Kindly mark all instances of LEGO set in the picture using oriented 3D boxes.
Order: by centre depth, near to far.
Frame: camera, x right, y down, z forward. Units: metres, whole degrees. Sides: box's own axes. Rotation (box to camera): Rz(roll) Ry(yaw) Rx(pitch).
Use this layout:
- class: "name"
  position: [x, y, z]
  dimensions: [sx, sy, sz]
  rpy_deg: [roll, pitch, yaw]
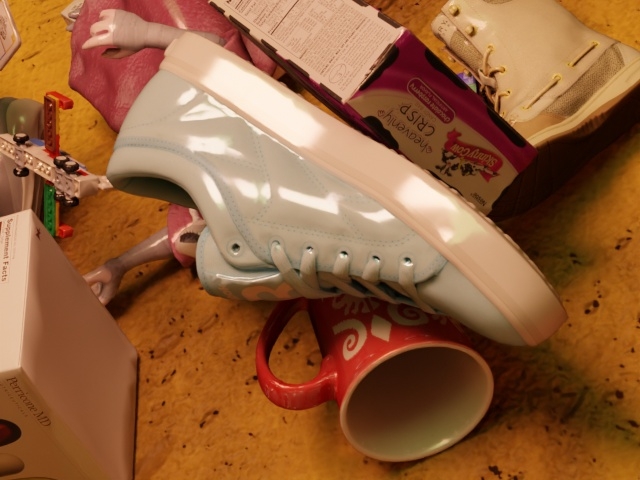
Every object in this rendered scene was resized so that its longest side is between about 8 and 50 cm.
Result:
- class: "LEGO set"
  position: [-0.237, -0.077, 1.492]
  dimensions: [0.060, 0.182, 0.244]
  rpy_deg: [-13, 74, -35]

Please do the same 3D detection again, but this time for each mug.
- class: "mug"
  position: [0.031, 0.058, 1.364]
  dimensions: [0.113, 0.150, 0.169]
  rpy_deg: [-58, 33, 28]

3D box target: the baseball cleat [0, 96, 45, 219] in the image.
- class: "baseball cleat"
  position: [-0.283, -0.021, 1.586]
  dimensions: [0.109, 0.072, 0.205]
  rpy_deg: [7, 77, 12]

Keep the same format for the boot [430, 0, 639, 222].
- class: "boot"
  position: [0.139, -0.116, 1.459]
  dimensions: [0.213, 0.077, 0.165]
  rpy_deg: [-36, 62, -25]

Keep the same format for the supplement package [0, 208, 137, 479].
- class: "supplement package"
  position: [-0.269, 0.112, 1.417]
  dimensions: [0.203, 0.194, 0.149]
  rpy_deg: [-15, 48, 14]

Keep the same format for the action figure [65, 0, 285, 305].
- class: "action figure"
  position: [-0.081, -0.095, 1.553]
  dimensions: [0.276, 0.248, 0.370]
  rpy_deg: [-5, 46, -25]

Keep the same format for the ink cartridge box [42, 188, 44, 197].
- class: "ink cartridge box"
  position: [-0.418, -0.052, 1.638]
  dimensions: [0.311, 0.065, 0.185]
  rpy_deg: [-28, 84, -8]

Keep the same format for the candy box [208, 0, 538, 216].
- class: "candy box"
  position: [0.034, -0.120, 1.370]
  dimensions: [0.071, 0.159, 0.233]
  rpy_deg: [-50, 36, 2]

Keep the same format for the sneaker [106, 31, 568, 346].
- class: "sneaker"
  position: [0.000, 0.000, 1.304]
  dimensions: [0.366, 0.135, 0.150]
  rpy_deg: [33, 87, 32]

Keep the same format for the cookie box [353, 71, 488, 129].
- class: "cookie box"
  position: [0.080, -0.083, 1.523]
  dimensions: [0.107, 0.040, 0.092]
  rpy_deg: [-12, 49, 16]

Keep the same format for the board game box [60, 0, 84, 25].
- class: "board game box"
  position: [-0.157, -0.238, 1.777]
  dimensions: [0.154, 0.026, 0.103]
  rpy_deg: [-45, 47, -14]
